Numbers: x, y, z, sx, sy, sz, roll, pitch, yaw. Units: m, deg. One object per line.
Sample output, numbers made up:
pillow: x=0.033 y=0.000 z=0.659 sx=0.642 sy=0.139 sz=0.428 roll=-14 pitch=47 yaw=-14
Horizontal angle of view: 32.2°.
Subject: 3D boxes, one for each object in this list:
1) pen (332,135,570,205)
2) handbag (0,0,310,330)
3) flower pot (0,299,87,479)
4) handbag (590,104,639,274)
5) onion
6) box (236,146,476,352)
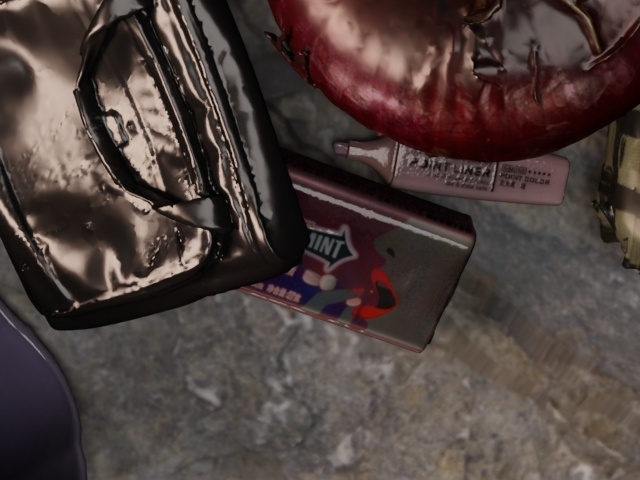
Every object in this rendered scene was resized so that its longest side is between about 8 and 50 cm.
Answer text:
pen: x=0.106 y=-0.063 z=0.906 sx=0.197 sy=0.032 sz=0.053 roll=7 pitch=101 yaw=-8
handbag: x=-0.152 y=-0.078 z=0.806 sx=0.244 sy=0.088 sz=0.275 roll=-16 pitch=95 yaw=25
flower pot: x=-0.350 y=0.164 z=0.817 sx=0.243 sy=0.265 sz=0.265 roll=-35 pitch=102 yaw=15
handbag: x=0.383 y=-0.128 z=0.848 sx=0.325 sy=0.162 sz=0.327 roll=2 pitch=113 yaw=-1
onion: x=0.109 y=-0.198 z=0.721 sx=0.313 sy=0.232 sz=0.314 roll=-2 pitch=82 yaw=11
box: x=0.000 y=0.000 z=0.884 sx=0.224 sy=0.069 sz=0.120 roll=18 pitch=112 yaw=-7
